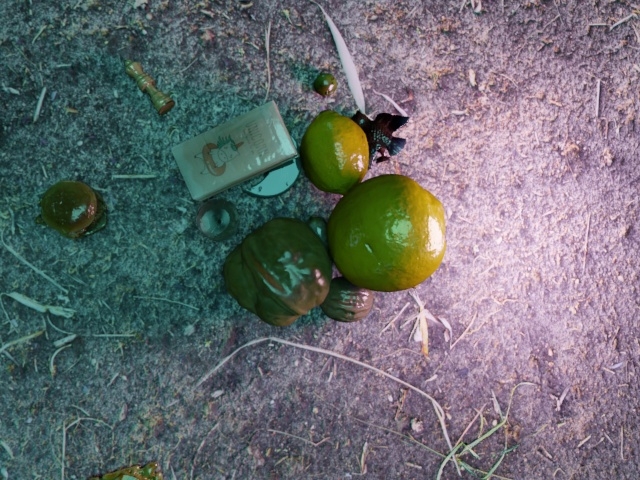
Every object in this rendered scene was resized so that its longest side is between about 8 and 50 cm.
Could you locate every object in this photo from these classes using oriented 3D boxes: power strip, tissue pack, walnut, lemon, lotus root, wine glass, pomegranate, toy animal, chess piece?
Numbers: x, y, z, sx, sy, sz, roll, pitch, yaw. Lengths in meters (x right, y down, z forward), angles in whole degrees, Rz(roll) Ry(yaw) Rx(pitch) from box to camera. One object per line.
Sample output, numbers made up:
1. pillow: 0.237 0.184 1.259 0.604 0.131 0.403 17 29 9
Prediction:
1. power strip: -0.137 -0.246 1.352 0.167 0.054 0.254 13 86 -13
2. tissue pack: -0.242 -0.253 1.277 0.325 0.071 0.170 -23 89 5
3. walnut: -0.114 0.088 1.249 0.277 0.282 0.253 49 41 0
4. lemon: 0.179 -0.017 1.244 0.347 0.348 0.348 0 89 -12
5. walnut: 0.079 0.178 1.348 0.162 0.140 0.140 12 86 -2
6. lotus root: -0.002 0.001 1.358 0.088 0.088 0.165 -19 100 -12
7. wine glass: -0.281 -0.052 1.251 0.122 0.183 0.122 0 89 -9
8. lemon: 0.042 -0.255 1.314 0.204 0.204 0.260 -15 94 -12
9. pomegranate: 0.010 -0.487 1.385 0.073 0.073 0.084 -39 60 -10
10. toy animal: 0.173 -0.335 1.387 0.179 0.116 0.218 41 88 -9
11. chess piece: -0.498 -0.445 1.282 0.060 0.060 0.172 -42 94 -10

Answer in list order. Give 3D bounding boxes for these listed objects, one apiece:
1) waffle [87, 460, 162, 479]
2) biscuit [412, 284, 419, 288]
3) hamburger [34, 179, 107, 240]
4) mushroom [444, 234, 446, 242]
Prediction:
1. waffle: -0.542 0.743 1.243 0.223 0.054 0.204 -9 91 -13
2. biscuit: 0.218 0.061 1.409 0.230 0.025 0.131 17 85 3
3. hamburger: -0.674 -0.080 1.196 0.184 0.131 0.159 -23 90 -8
4. mushroom: 0.351 0.007 1.447 0.123 0.052 0.123 -2 98 -13
